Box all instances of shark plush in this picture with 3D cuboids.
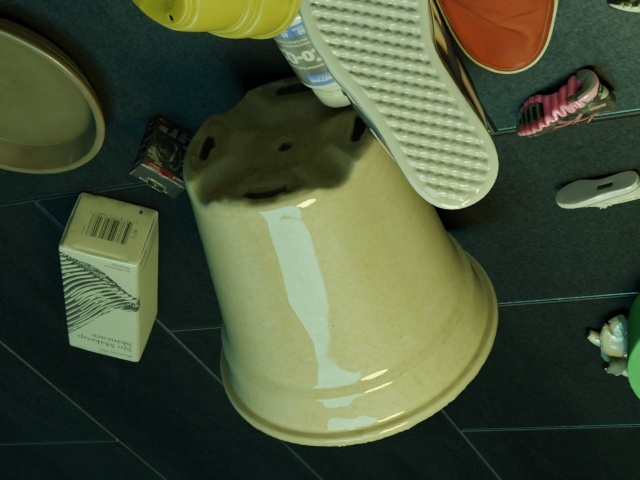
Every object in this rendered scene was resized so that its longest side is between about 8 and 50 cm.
[{"bbox_3d":[0.415,0.151,1.801,0.161,0.073,0.067,36,113,-22],"label":"shark plush"}]

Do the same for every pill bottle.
[{"bbox_3d":[-0.001,-0.201,1.404,0.078,0.078,0.137,-4,143,28],"label":"pill bottle"}]

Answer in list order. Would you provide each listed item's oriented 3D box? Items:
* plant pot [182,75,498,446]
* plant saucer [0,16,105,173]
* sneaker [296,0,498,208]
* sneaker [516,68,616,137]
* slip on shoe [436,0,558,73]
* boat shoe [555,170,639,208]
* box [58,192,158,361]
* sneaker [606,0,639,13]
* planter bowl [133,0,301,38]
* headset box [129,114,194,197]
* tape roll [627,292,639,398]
[{"bbox_3d":[0.000,0.000,1.534,0.334,0.333,0.305,-1,133,24],"label":"plant pot"},{"bbox_3d":[-0.382,-0.176,1.640,0.278,0.041,0.278,11,148,7],"label":"plant saucer"},{"bbox_3d":[0.064,-0.183,1.334,0.126,0.127,0.321,-24,102,6],"label":"sneaker"},{"bbox_3d":[0.254,-0.131,1.444,0.057,0.047,0.119,22,150,-32],"label":"sneaker"},{"bbox_3d":[0.144,-0.256,1.240,0.123,0.101,0.331,4,148,15],"label":"slip on shoe"},{"bbox_3d":[0.312,-0.049,1.551,0.100,0.035,0.035,-16,134,30],"label":"boat shoe"},{"bbox_3d":[-0.285,0.055,1.903,0.113,0.094,0.275,14,147,3],"label":"box"},{"bbox_3d":[0.308,-0.215,1.297,0.083,0.031,0.035,6,147,14],"label":"sneaker"},{"bbox_3d":[-0.125,-0.259,1.269,0.217,0.090,0.217,34,146,27],"label":"planter bowl"},{"bbox_3d":[-0.182,-0.095,1.639,0.062,0.083,0.032,29,145,-23],"label":"headset box"},{"bbox_3d":[0.530,0.131,1.668,0.321,0.077,0.321,7,143,5],"label":"tape roll"}]
